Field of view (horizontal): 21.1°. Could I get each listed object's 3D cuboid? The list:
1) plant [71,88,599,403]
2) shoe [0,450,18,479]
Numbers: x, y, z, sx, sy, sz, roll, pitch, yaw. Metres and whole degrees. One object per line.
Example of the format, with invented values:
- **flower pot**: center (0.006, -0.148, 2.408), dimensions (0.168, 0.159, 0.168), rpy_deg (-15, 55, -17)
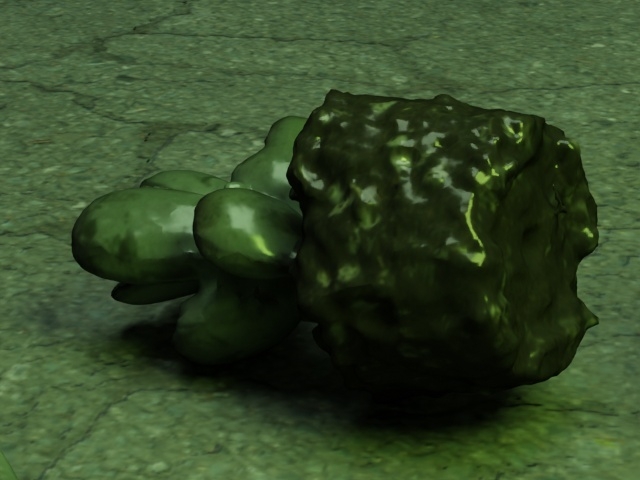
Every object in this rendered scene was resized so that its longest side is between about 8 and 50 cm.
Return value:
- **plant**: center (0.000, -0.001, 0.868), dimensions (0.274, 0.149, 0.146), rpy_deg (0, -26, 41)
- **shoe**: center (-0.115, 0.138, 0.533), dimensions (0.103, 0.100, 0.251), rpy_deg (-28, 50, -13)
